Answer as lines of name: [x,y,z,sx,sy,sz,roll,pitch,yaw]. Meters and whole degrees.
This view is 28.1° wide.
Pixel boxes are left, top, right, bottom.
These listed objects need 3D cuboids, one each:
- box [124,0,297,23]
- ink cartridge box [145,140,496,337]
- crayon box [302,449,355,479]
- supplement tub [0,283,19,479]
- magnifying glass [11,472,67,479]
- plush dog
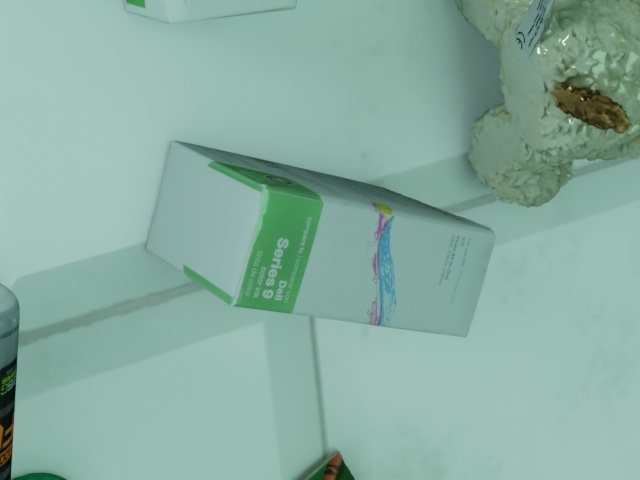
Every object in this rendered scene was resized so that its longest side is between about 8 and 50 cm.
box: [-0.080,-0.208,0.884,0.102,0.087,0.101,-14,112,-28]
ink cartridge box: [0.000,0.000,0.960,0.212,0.154,0.093,8,100,-34]
crayon box: [0.024,0.368,1.136,0.202,0.081,0.319,-39,121,-16]
supplement tub: [-0.264,0.124,0.855,0.117,0.117,0.190,-3,107,-31]
magnifying glass: [-0.270,0.267,0.956,0.231,0.026,0.092,-44,123,-15]
plush dog: [0.250,-0.153,1.030,0.225,0.210,0.262,-20,114,-21]
